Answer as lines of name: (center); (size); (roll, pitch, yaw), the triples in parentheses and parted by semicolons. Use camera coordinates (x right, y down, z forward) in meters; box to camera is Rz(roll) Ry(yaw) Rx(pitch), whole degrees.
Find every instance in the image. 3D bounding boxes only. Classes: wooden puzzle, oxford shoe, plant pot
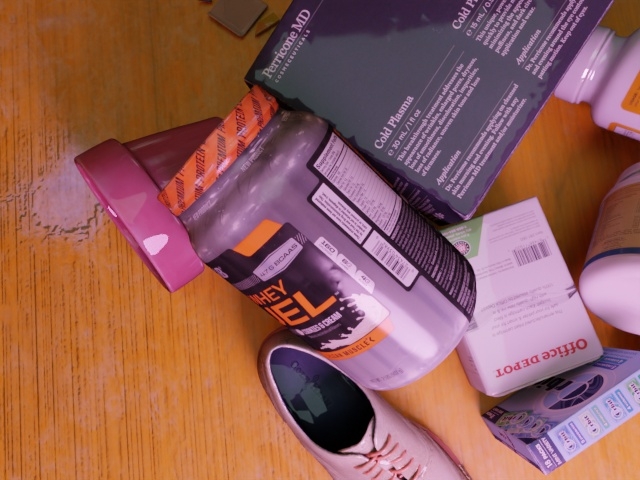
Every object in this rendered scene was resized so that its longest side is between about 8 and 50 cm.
wooden puzzle: (-0.128, -0.358, 0.751); (0.116, 0.014, 0.078); (43, 80, 5)
oxford shoe: (0.064, 0.268, 0.594); (0.397, 0.146, 0.140); (40, 84, 5)
plant pot: (-0.178, -0.063, 0.629); (0.180, 0.201, 0.201); (-36, 83, -20)

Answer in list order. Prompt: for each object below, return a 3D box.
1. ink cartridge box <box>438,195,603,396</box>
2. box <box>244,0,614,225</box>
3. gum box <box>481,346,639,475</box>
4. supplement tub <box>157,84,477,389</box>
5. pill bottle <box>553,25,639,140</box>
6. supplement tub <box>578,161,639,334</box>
ink cartridge box: (0.244, 0.074, 0.649); (0.160, 0.092, 0.219); (-19, 82, -2)
box: (0.135, -0.245, 0.629); (0.313, 0.179, 0.343); (34, 92, 4)
gum box: (0.309, 0.199, 0.599); (0.184, 0.157, 0.041); (-33, 83, -4)
supplement tub: (0.000, 0.000, 0.521); (0.316, 0.193, 0.193); (41, 84, -16)
pill bottle: (0.447, -0.194, 0.623); (0.246, 0.136, 0.136); (29, 83, 23)
supplement tub: (0.426, 0.005, 0.612); (0.144, 0.144, 0.199); (31, 62, 4)
